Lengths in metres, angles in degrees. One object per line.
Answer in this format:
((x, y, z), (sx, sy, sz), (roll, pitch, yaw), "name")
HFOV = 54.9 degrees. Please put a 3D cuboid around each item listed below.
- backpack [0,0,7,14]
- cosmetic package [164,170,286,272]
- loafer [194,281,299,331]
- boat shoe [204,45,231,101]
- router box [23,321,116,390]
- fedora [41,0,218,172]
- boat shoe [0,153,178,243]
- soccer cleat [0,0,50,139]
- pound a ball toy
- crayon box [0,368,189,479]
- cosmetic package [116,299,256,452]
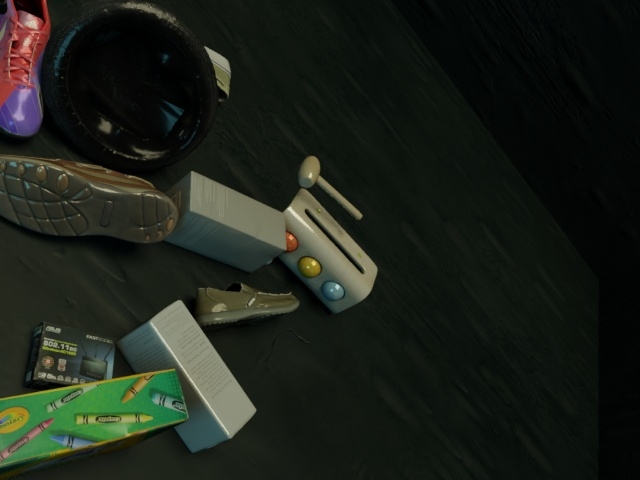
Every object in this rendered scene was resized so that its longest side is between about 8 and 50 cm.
((-0.626, -0.346, 0.850), (0.263, 0.276, 0.213), (49, 54, -31), "backpack")
((-0.194, -0.030, 1.237), (0.238, 0.127, 0.107), (23, 48, -40), "cosmetic package")
((-0.142, 0.118, 1.216), (0.251, 0.094, 0.087), (0, 70, -49), "loafer")
((-0.313, -0.400, 1.380), (0.302, 0.109, 0.094), (11, 59, -48), "boat shoe")
((-0.379, 0.184, 0.942), (0.122, 0.038, 0.092), (23, 48, -38), "router box")
((-0.362, -0.300, 1.167), (0.334, 0.334, 0.152), (24, 15, -37), "fedora")
((-0.410, -0.076, 1.049), (0.324, 0.123, 0.116), (17, 19, -31), "boat shoe")
((-0.524, -0.326, 1.071), (0.108, 0.116, 0.318), (14, 55, -43), "soccer cleat")
((0.000, 0.000, 1.370), (0.319, 0.208, 0.136), (47, 38, -16), "pound a ball toy")
((-0.343, 0.253, 0.829), (0.278, 0.165, 0.081), (1, 65, -48), "crayon box")
((-0.224, 0.227, 1.027), (0.231, 0.117, 0.085), (56, 38, -5), "cosmetic package")
